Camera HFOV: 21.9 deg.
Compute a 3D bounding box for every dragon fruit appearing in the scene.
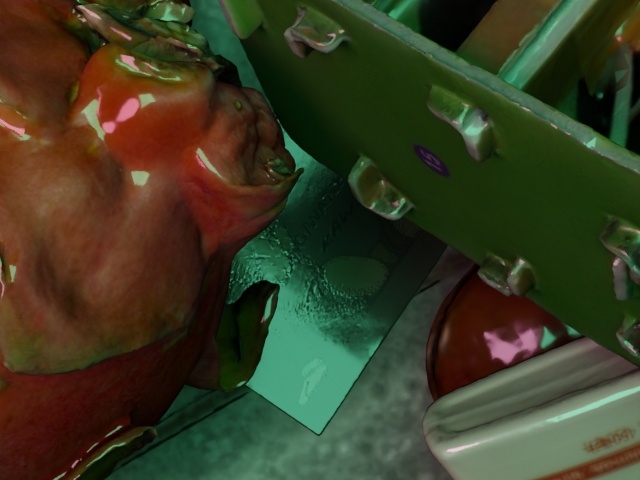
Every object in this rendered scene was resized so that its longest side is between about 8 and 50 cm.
[{"bbox_3d":[-0.138,-0.017,0.809,0.225,0.305,0.305,-27,84,-11],"label":"dragon fruit"}]

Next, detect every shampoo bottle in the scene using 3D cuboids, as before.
[{"bbox_3d":[0.176,0.180,0.858,0.153,0.071,0.284,-24,111,4],"label":"shampoo bottle"}]

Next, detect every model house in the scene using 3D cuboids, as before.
[{"bbox_3d":[0.148,-0.161,0.701,0.300,0.340,0.324,33,74,27],"label":"model house"}]

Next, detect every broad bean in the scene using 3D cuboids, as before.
[{"bbox_3d":[0.173,0.060,0.911,0.228,0.122,0.156,3,86,-1],"label":"broad bean"}]

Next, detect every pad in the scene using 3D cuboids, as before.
[{"bbox_3d":[0.000,0.000,0.965,0.127,0.004,0.190,34,79,1],"label":"pad"}]
